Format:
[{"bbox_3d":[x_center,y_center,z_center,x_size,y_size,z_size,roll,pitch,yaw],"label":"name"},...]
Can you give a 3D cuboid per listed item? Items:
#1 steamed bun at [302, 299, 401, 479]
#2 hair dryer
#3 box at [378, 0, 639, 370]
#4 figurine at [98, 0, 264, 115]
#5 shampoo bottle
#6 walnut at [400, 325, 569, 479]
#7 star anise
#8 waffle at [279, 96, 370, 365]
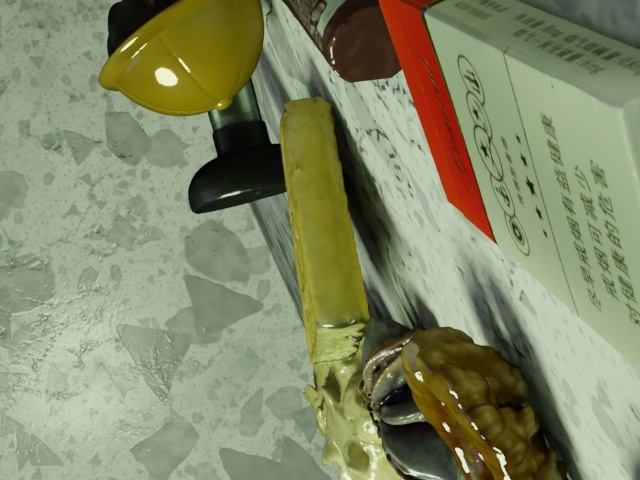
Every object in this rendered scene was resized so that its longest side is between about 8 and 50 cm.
[{"bbox_3d":[0.056,0.220,1.381,0.296,0.137,0.292,63,-178,7],"label":"steamed bun"},{"bbox_3d":[-0.088,-0.188,1.431,0.284,0.155,0.321,19,-123,-70],"label":"hair dryer"},{"bbox_3d":[0.096,-0.038,0.503,0.245,0.035,0.139,-127,13,-64],"label":"box"},{"bbox_3d":[-0.140,-0.252,1.138,0.192,0.167,0.257,24,-118,-80],"label":"figurine"},{"bbox_3d":[-0.014,-0.189,0.709,0.067,0.068,0.236,70,174,-52],"label":"shampoo bottle"},{"bbox_3d":[0.121,0.134,0.814,0.170,0.069,0.143,61,173,-13],"label":"walnut"},{"bbox_3d":[0.093,0.164,1.127,0.229,0.093,0.236,-113,7,-47],"label":"star anise"},{"bbox_3d":[0.000,0.000,1.142,0.248,0.055,0.221,92,168,-76],"label":"waffle"}]
